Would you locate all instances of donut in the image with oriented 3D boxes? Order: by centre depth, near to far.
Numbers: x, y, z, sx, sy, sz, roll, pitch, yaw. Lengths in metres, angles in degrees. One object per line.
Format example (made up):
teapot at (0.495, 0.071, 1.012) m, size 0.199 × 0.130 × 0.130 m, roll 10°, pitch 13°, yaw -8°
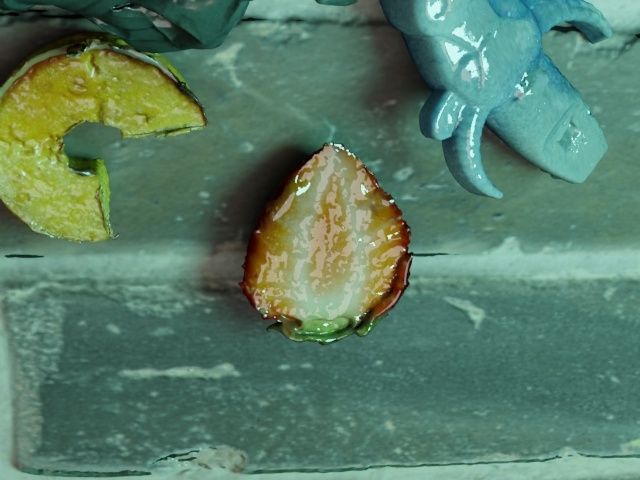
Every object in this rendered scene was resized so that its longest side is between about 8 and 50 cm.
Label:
donut at (-0.185, -0.092, 0.894) m, size 0.146 × 0.078 × 0.181 m, roll 32°, pitch 116°, yaw -23°

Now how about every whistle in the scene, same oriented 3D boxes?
whistle at (0.140, -0.137, 0.912) m, size 0.269 × 0.093 × 0.180 m, roll 37°, pitch 83°, yaw -27°

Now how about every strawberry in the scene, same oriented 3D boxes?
strawberry at (0.000, 0.000, 0.976) m, size 0.146 × 0.082 × 0.187 m, roll -4°, pitch 114°, yaw -14°

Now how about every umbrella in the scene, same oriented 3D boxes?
umbrella at (-0.143, -0.181, 0.801) m, size 0.348 × 0.143 × 0.094 m, roll 0°, pitch 126°, yaw -9°
